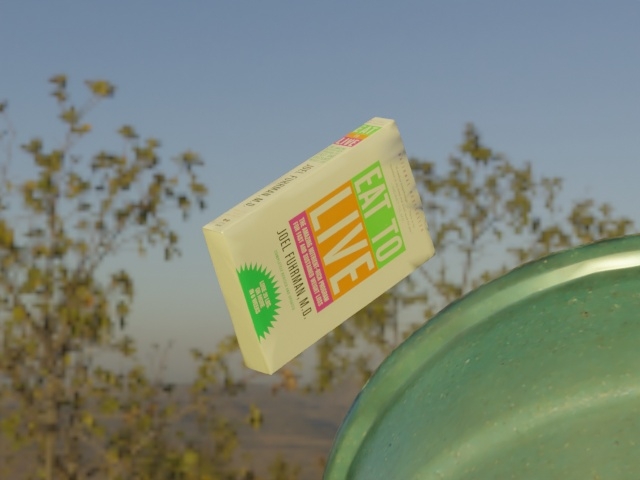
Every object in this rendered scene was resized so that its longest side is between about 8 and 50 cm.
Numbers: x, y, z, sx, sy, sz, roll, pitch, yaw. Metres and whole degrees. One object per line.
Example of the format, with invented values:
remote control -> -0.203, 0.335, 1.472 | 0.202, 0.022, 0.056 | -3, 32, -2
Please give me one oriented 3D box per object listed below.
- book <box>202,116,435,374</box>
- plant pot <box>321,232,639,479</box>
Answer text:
book -> 0.000, 0.000, 0.834 | 0.144, 0.096, 0.035 | -35, 33, -33
plant pot -> 0.148, 0.220, 0.503 | 0.341, 0.341, 0.334 | -1, 27, 8
